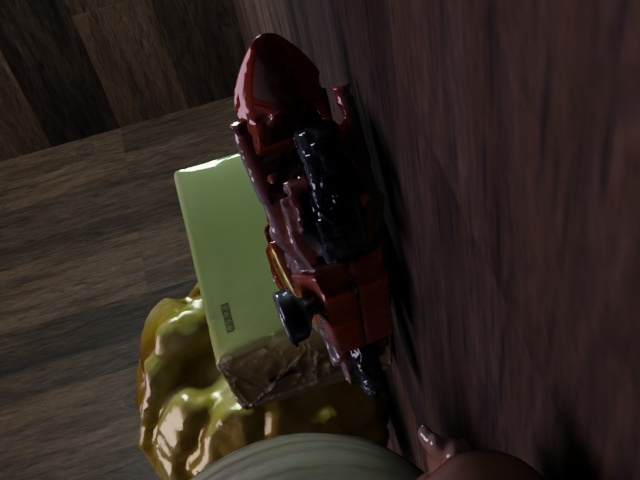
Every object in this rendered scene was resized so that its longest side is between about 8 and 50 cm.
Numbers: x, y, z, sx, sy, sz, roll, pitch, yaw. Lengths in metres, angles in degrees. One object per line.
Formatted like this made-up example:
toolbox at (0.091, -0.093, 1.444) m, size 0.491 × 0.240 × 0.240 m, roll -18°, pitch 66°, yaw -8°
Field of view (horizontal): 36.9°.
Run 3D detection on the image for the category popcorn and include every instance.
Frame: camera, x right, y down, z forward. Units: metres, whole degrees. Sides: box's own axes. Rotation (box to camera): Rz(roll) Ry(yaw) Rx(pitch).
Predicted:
popcorn at (-0.061, 0.149, 1.154) m, size 0.349 × 0.349 × 0.381 m, roll -135°, pitch 54°, yaw -85°

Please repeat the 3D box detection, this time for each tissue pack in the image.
tissue pack at (-0.038, 0.026, 0.934) m, size 0.125 × 0.159 × 0.234 m, roll 77°, pitch 176°, yaw -55°

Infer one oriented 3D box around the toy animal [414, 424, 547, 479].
toy animal at (0.057, 0.118, 0.336) m, size 0.089 × 0.083 × 0.150 m, roll -64°, pitch -12°, yaw -3°

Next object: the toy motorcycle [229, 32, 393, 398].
toy motorcycle at (0.002, 0.001, 0.697) m, size 0.298 × 0.089 × 0.171 m, roll 78°, pitch 176°, yaw -56°

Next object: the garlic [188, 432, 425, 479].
garlic at (-0.004, 0.256, 0.574) m, size 0.317 × 0.259 × 0.317 m, roll 159°, pitch 90°, yaw -88°
